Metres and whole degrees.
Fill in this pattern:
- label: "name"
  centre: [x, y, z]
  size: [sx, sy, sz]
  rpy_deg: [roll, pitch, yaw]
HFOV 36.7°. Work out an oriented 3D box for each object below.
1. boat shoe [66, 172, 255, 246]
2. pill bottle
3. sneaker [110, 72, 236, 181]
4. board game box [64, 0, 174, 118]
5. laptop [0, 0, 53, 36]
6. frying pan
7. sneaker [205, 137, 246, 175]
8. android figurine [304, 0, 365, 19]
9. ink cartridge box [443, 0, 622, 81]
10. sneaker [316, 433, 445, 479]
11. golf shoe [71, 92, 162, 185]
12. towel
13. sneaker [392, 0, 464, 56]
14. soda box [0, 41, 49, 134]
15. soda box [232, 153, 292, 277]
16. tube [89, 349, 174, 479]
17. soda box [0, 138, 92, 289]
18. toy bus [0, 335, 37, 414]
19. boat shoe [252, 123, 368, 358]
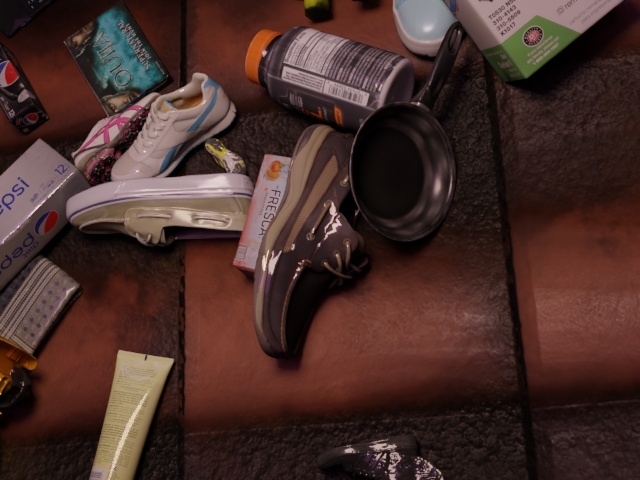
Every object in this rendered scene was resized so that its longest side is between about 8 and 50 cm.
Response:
- label: "boat shoe"
  centre: [-0.249, -0.040, 1.484]
  size: [0.302, 0.109, 0.094]
  rpy_deg: [-7, 72, 11]
- label: "pill bottle"
  centre: [0.009, -0.248, 1.466]
  size: [0.245, 0.130, 0.130]
  rpy_deg: [22, 79, 21]
- label: "sneaker"
  centre: [-0.246, -0.172, 1.522]
  size: [0.228, 0.092, 0.087]
  rpy_deg: [-41, 48, -4]
- label: "board game box"
  centre: [-0.345, -0.306, 1.641]
  size: [0.126, 0.026, 0.186]
  rpy_deg: [-35, 67, 2]
- label: "laptop"
  centre: [-0.539, -0.546, 1.716]
  size: [0.264, 0.136, 0.234]
  rpy_deg: [-38, 66, 1]
- label: "frying pan"
  centre: [0.114, -0.162, 1.376]
  size: [0.053, 0.197, 0.326]
  rpy_deg: [-1, 87, 54]
- label: "sneaker"
  centre: [-0.148, -0.127, 1.525]
  size: [0.031, 0.035, 0.083]
  rpy_deg: [-42, 87, -12]
- label: "android figurine"
  centre: [0.020, -0.500, 1.561]
  size: [0.248, 0.056, 0.273]
  rpy_deg: [-14, 70, 32]
- label: "ink cartridge box"
  centre: [0.273, -0.399, 1.381]
  size: [0.201, 0.117, 0.278]
  rpy_deg: [-39, 99, 0]
- label: "sneaker"
  centre: [0.082, 0.316, 1.300]
  size: [0.170, 0.051, 0.089]
  rpy_deg: [-14, 64, 7]
- label: "golf shoe"
  centre: [-0.332, -0.181, 1.573]
  size: [0.186, 0.067, 0.086]
  rpy_deg: [-44, 65, -1]
- label: "towel"
  centre: [-0.580, 0.130, 1.558]
  size: [0.312, 0.056, 0.324]
  rpy_deg: [31, 81, 20]
- label: "sneaker"
  centre: [0.174, -0.470, 1.482]
  size: [0.135, 0.150, 0.366]
  rpy_deg: [3, 73, 18]
- label: "soda box"
  centre: [-0.534, -0.267, 1.663]
  size: [0.053, 0.060, 0.169]
  rpy_deg: [-35, 66, 1]
- label: "soda box"
  centre: [-0.073, -0.033, 1.453]
  size: [0.058, 0.063, 0.183]
  rpy_deg: [11, 76, 18]
- label: "tube"
  centre: [-0.286, 0.282, 1.417]
  size: [0.070, 0.062, 0.240]
  rpy_deg: [21, 68, -24]
- label: "soda box"
  centre: [-0.495, -0.018, 1.512]
  size: [0.098, 0.091, 0.286]
  rpy_deg: [36, 76, 21]
- label: "toy bus"
  centre: [-0.566, 0.211, 1.436]
  size: [0.211, 0.149, 0.220]
  rpy_deg: [28, 78, 35]
- label: "boat shoe"
  centre: [0.000, 0.000, 1.386]
  size: [0.130, 0.132, 0.355]
  rpy_deg: [10, 76, 19]
